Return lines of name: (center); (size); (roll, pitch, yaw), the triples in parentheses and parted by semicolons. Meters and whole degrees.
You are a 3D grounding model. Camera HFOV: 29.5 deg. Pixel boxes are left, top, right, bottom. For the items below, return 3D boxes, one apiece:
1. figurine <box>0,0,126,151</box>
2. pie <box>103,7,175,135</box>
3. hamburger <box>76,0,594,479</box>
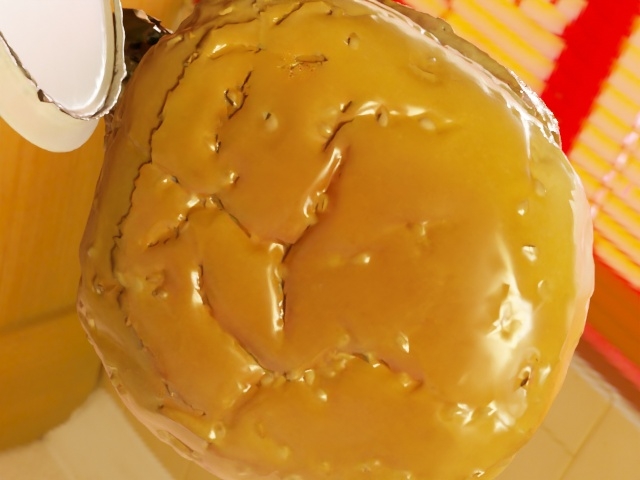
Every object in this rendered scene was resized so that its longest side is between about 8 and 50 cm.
figurine: (-0.155, -0.076, 0.376); (0.154, 0.132, 0.132); (-13, -142, 12)
pie: (-0.084, -0.001, 0.962); (0.078, 0.296, 0.371); (-31, -87, -21)
hamburger: (0.000, 0.000, 0.553); (0.244, 0.244, 0.163); (23, -161, 4)
